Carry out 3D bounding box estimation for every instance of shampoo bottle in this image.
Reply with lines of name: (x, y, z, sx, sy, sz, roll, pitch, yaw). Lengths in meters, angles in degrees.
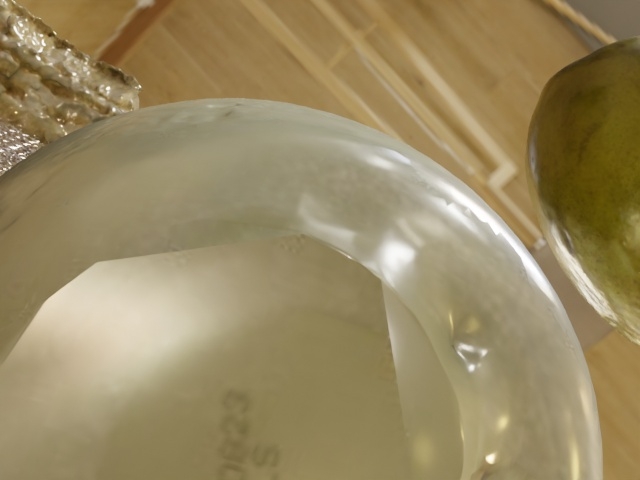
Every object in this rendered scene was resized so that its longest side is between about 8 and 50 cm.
shampoo bottle: (-0.041, 0.094, 0.495, 0.322, 0.322, 0.317, -41, -172, -16)

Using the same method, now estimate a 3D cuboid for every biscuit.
biscuit: (-0.201, -0.085, 0.668, 0.239, 0.108, 0.062, 0, -118, 57)

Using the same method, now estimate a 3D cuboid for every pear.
pear: (0.328, -0.046, 1.036, 0.252, 0.307, 0.253, -15, 172, -2)
